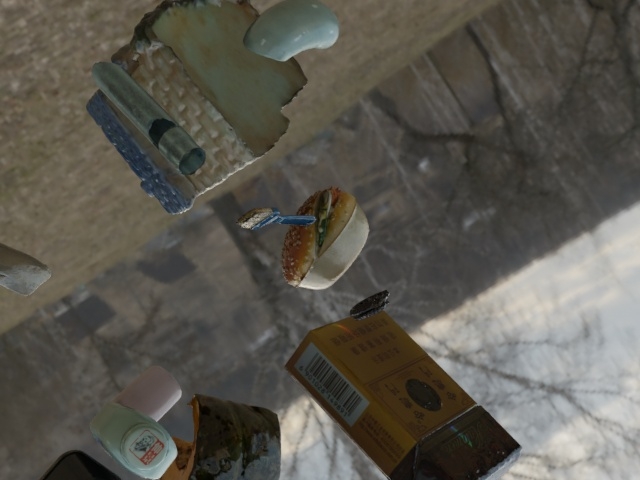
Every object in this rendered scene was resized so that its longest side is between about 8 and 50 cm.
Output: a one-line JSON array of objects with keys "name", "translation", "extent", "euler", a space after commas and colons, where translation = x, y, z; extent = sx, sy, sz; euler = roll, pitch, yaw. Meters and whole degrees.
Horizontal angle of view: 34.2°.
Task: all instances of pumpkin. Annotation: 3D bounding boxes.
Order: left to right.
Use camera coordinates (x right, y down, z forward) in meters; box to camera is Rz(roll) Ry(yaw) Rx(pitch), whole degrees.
[{"name": "pumpkin", "translation": [-0.227, 0.505, 2.311], "extent": [0.226, 0.256, 0.303], "euler": [9, 139, -20]}]

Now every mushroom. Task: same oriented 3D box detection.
[{"name": "mushroom", "translation": [-0.758, 0.046, 2.439], "extent": [0.096, 0.247, 0.108], "euler": [-62, -167, -21]}]

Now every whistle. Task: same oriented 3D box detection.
[{"name": "whistle", "translation": [-0.318, -0.231, 1.903], "extent": [0.062, 0.312, 0.062], "euler": [-31, 147, -23]}]

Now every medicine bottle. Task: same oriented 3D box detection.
[{"name": "medicine bottle", "translation": [-0.281, 0.303, 1.573], "extent": [0.083, 0.121, 0.229], "euler": [-51, -170, -14]}]

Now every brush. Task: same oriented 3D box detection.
[{"name": "brush", "translation": [-0.058, -0.032, 1.541], "extent": [0.051, 0.014, 0.164], "euler": [-32, 162, 30]}]

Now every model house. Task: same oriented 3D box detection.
[{"name": "model house", "translation": [-0.317, -0.321, 2.426], "extent": [0.400, 0.395, 0.445], "euler": [-35, -167, 33]}]

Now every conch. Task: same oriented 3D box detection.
[{"name": "conch", "translation": [-0.065, -0.453, 2.222], "extent": [0.185, 0.121, 0.221], "euler": [-2, -162, 41]}]

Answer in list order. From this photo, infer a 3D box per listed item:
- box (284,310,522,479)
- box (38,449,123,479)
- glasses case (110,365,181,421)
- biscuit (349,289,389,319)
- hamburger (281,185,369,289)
[{"name": "box", "translation": [0.162, 0.323, 1.982], "extent": [0.264, 0.415, 0.115], "euler": [-11, 141, -56]}, {"name": "box", "translation": [-0.372, 0.428, 1.534], "extent": [0.201, 0.144, 0.090], "euler": [-49, -141, -11]}, {"name": "glasses case", "translation": [-0.431, 0.396, 2.561], "extent": [0.075, 0.113, 0.297], "euler": [-42, 180, 19]}, {"name": "biscuit", "translation": [0.091, 0.113, 1.812], "extent": [0.087, 0.027, 0.089], "euler": [-29, -178, -22]}, {"name": "hamburger", "translation": [0.000, -0.002, 2.142], "extent": [0.237, 0.147, 0.237], "euler": [-53, -167, 18]}]
